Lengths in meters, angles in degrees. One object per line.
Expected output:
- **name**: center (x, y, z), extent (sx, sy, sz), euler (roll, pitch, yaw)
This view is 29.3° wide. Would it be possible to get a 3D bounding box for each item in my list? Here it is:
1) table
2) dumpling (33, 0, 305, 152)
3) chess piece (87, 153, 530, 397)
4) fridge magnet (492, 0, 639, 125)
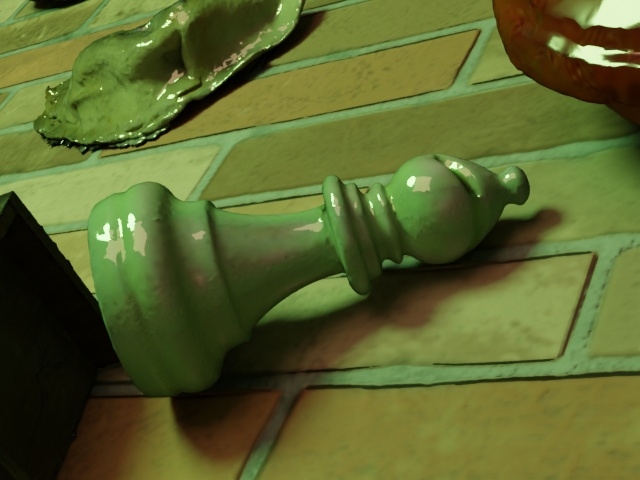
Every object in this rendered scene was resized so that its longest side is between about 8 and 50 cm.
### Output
- **table**: center (-0.263, 0.093, 0.802), extent (0.193, 0.172, 0.169), euler (-17, 33, 23)
- **dumpling**: center (-0.175, -0.169, 1.197), extent (0.332, 0.086, 0.166), euler (-20, 29, 25)
- **chess piece**: center (0.000, 0.000, 0.776), extent (0.272, 0.139, 0.139), euler (-17, 32, 3)
- **fridge magnet**: center (0.282, -0.193, 0.757), extent (0.364, 0.155, 0.363), euler (-22, 32, 15)
